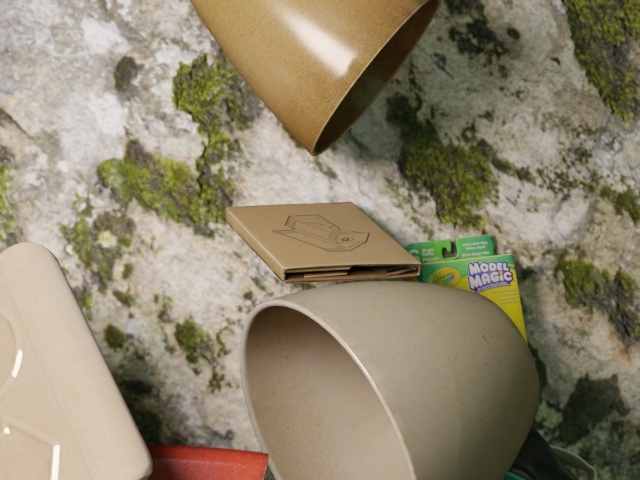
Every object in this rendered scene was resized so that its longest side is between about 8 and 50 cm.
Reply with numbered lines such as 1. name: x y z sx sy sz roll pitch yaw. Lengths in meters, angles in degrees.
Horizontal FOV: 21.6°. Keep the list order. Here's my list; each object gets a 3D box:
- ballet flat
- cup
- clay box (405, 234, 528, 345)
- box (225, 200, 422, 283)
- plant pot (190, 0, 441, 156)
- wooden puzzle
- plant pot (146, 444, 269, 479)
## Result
1. ballet flat: 0.329 0.326 2.015 0.280 0.095 0.096 42 57 -9
2. cup: 0.098 0.174 1.836 0.237 0.331 0.331 -25 89 -28
3. clay box: 0.179 0.104 2.017 0.127 0.053 0.222 -7 83 -20
4. box: 0.000 0.000 1.899 0.164 0.201 0.021 -3 111 -22
5. plant pot: -0.030 -0.267 1.930 0.254 0.237 0.237 40 69 5
6. wooden puzzle: -0.339 0.219 1.649 0.348 0.080 0.322 -40 53 10
7. plant pot: -0.206 0.335 1.735 0.235 0.267 0.267 14 76 -5
